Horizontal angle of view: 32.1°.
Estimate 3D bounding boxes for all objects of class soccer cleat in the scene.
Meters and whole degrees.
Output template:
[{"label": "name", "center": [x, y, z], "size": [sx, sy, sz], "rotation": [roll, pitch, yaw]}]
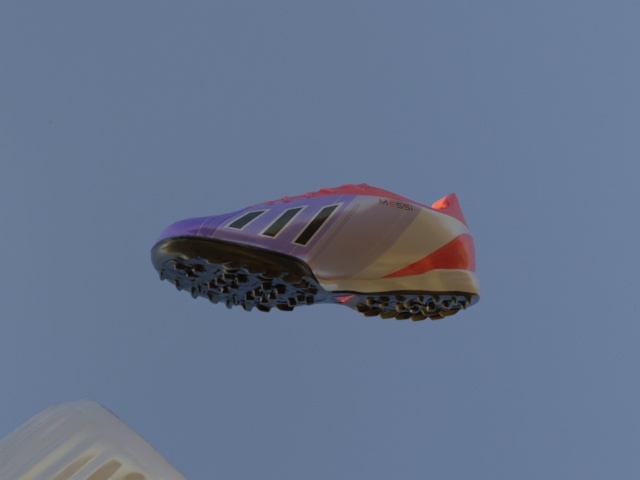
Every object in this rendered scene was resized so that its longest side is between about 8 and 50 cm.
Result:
[{"label": "soccer cleat", "center": [0.000, 0.000, 0.980], "size": [0.318, 0.109, 0.116], "rotation": [7, -111, -28]}]

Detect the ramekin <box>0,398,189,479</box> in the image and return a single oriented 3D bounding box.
[{"label": "ramekin", "center": [-0.087, 0.167, 0.501], "size": [0.109, 0.207, 0.207], "rotation": [-45, -76, -18]}]
